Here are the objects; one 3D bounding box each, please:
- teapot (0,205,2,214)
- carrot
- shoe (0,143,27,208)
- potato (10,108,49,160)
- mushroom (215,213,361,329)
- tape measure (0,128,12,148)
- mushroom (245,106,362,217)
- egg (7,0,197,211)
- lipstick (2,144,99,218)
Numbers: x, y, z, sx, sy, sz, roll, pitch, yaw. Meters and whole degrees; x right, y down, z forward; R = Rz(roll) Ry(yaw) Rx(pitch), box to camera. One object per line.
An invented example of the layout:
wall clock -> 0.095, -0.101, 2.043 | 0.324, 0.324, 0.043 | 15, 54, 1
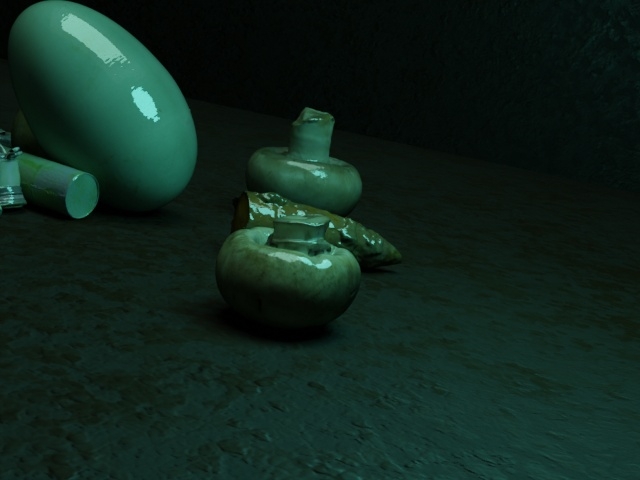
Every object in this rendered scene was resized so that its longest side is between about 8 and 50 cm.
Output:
teapot -> -0.556, -0.095, 1.396 | 0.294, 0.130, 0.193 | -1, 15, -35
carrot -> 0.000, 0.000, 1.537 | 0.263, 0.102, 0.102 | 13, 10, -18
shoe -> -0.501, -0.104, 1.558 | 0.180, 0.092, 0.089 | 16, 13, 29
potato -> -0.439, -0.182, 1.860 | 0.177, 0.160, 0.235 | -26, 26, 7
mushroom -> -0.037, 0.032, 1.211 | 0.166, 0.127, 0.166 | 6, 5, -1
tape measure -> -0.590, -0.226, 1.914 | 0.107, 0.180, 0.104 | 1, -2, -35
mushroom -> -0.024, -0.126, 1.821 | 0.204, 0.204, 0.204 | 10, 11, -2
egg -> -0.340, -0.211, 1.670 | 0.371, 0.230, 0.230 | 53, 16, 1
lipstick -> -0.465, -0.102, 1.633 | 0.304, 0.076, 0.076 | 16, 13, 31
